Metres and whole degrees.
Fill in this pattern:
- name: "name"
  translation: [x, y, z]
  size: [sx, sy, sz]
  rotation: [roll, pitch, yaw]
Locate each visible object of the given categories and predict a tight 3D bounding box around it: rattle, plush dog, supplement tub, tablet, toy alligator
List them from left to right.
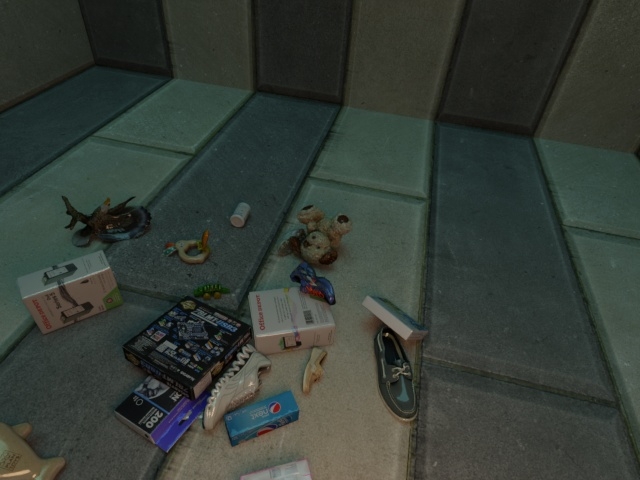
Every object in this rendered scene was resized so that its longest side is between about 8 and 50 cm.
- name: "rattle"
  translation: [-0.564, 0.011, 1.742]
  size: [0.199, 0.143, 0.130]
  rotation: [18, 61, 6]
- name: "tablet"
  translation: [-0.396, 0.515, 1.274]
  size: [0.083, 0.006, 0.054]
  rotation: [0, 41, -7]
- name: "toy alligator"
  translation: [-0.443, 0.191, 1.607]
  size: [0.189, 0.051, 0.056]
  rotation: [-5, 41, -12]
- name: "supplement tub"
  translation: [-0.372, -0.119, 1.957]
  size: [0.070, 0.071, 0.107]
  rotation: [10, 40, 6]
- name: "plush dog"
  translation: [0.000, 0.000, 1.806]
  size: [0.262, 0.211, 0.226]
  rotation: [20, 61, 28]

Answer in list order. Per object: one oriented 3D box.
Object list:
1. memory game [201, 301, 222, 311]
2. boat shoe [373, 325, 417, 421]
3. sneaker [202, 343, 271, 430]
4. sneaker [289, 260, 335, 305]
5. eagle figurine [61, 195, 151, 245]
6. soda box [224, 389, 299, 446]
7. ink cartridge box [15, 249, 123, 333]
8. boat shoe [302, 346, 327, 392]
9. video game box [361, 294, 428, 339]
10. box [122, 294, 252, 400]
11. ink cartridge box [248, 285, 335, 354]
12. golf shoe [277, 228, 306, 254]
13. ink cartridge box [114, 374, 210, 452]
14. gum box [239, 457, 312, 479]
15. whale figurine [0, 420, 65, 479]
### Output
- name: "memory game"
  translation: [-0.440, 0.296, 1.517]
  size: [0.186, 0.012, 0.186]
  rotation: [3, 41, -2]
- name: "boat shoe"
  translation: [0.242, 0.423, 1.375]
  size: [0.116, 0.099, 0.320]
  rotation: [-2, 41, -7]
- name: "sneaker"
  translation: [-0.254, 0.455, 1.292]
  size: [0.118, 0.110, 0.292]
  rotation: [26, 45, 10]
- name: "sneaker"
  translation: [-0.027, 0.166, 1.495]
  size: [0.087, 0.083, 0.221]
  rotation: [-34, 47, -23]
- name: "eagle figurine"
  translation: [-0.925, -0.101, 1.827]
  size: [0.298, 0.225, 0.227]
  rotation: [0, 76, -52]
- name: "soda box"
  translation: [-0.172, 0.524, 1.241]
  size: [0.209, 0.067, 0.071]
  rotation: [-14, 45, -21]
- name: "ink cartridge box"
  translation: [-0.864, 0.178, 1.466]
  size: [0.272, 0.199, 0.115]
  rotation: [-23, 49, -28]
- name: "boat shoe"
  translation: [-0.016, 0.424, 1.376]
  size: [0.059, 0.063, 0.170]
  rotation: [8, 40, 12]
- name: "video game box"
  translation: [0.268, 0.277, 1.508]
  size: [0.205, 0.048, 0.187]
  rotation: [37, 11, 32]
- name: "box"
  translation: [-0.427, 0.334, 1.379]
  size: [0.295, 0.074, 0.293]
  rotation: [20, 36, 21]
- name: "ink cartridge box"
  translation: [-0.108, 0.276, 1.493]
  size: [0.277, 0.117, 0.202]
  rotation: [-5, 42, -14]
- name: "golf shoe"
  translation: [-0.143, 0.005, 1.860]
  size: [0.085, 0.069, 0.176]
  rotation: [10, 34, 37]
- name: "ink cartridge box"
  translation: [-0.465, 0.488, 1.262]
  size: [0.208, 0.045, 0.206]
  rotation: [21, 41, 20]
- name: "gum box"
  translation: [-0.109, 0.636, 1.088]
  size: [0.188, 0.107, 0.062]
  rotation: [-7, 43, -14]
- name: "whale figurine"
  translation: [-0.819, 0.584, 1.082]
  size: [0.271, 0.141, 0.216]
  rotation: [25, 39, -15]
